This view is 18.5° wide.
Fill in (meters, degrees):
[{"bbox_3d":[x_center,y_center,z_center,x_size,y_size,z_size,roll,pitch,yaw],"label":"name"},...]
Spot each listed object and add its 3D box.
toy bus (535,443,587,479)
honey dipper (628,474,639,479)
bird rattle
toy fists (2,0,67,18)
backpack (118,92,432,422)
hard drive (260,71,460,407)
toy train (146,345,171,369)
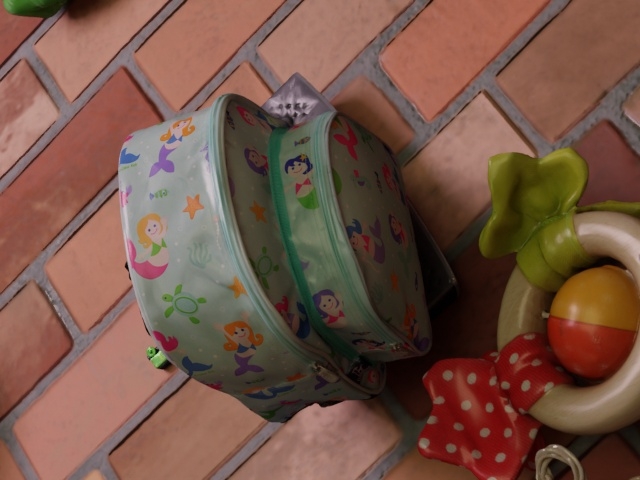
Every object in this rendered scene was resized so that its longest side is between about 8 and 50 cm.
[{"bbox_3d":[0.147,0.282,1.385,0.202,0.104,0.191,53,128,12],"label":"toy bus"},{"bbox_3d":[0.242,0.134,1.455,0.030,0.030,0.161,-9,68,30],"label":"honey dipper"},{"bbox_3d":[0.175,0.062,1.430,0.207,0.143,0.253,8,75,50],"label":"bird rattle"},{"bbox_3d":[-0.279,-0.339,1.897,0.142,0.096,0.279,-21,63,14],"label":"toy fists"},{"bbox_3d":[-0.037,0.007,1.467,0.191,0.253,0.225,-21,65,25],"label":"backpack"},{"bbox_3d":[0.000,0.000,1.634,0.172,0.054,0.255,-44,58,13],"label":"hard drive"},{"bbox_3d":[-0.118,0.081,1.706,0.083,0.017,0.024,-42,67,14],"label":"toy train"}]
